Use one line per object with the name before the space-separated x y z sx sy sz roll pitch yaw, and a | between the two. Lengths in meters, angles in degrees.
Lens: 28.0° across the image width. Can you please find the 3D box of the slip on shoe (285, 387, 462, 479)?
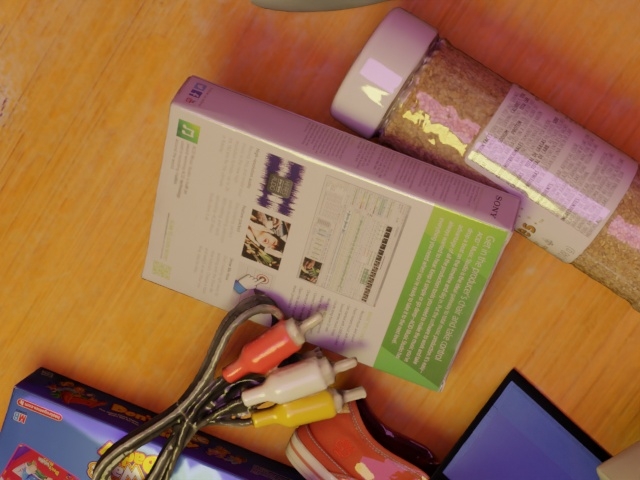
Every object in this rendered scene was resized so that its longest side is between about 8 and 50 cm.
slip on shoe | 0.122 0.265 1.259 0.331 0.123 0.101 36 99 6

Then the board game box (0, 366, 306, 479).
board game box | -0.178 0.306 1.322 0.347 0.078 0.233 22 101 4

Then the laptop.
laptop | 0.219 0.270 1.162 0.234 0.264 0.136 42 100 0

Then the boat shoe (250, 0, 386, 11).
boat shoe | 0.043 -0.268 1.200 0.229 0.080 0.076 -8 81 12

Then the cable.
cable | -0.105 0.158 1.217 0.287 0.072 0.139 -30 110 -3

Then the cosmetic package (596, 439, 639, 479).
cosmetic package | 0.464 0.347 1.142 0.230 0.161 0.453 -31 104 -3

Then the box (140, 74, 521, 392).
box | 0.000 0.000 1.203 0.322 0.058 0.232 22 134 5

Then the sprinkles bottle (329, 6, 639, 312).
sprinkles bottle | 0.185 -0.074 1.185 0.355 0.121 0.121 33 102 2
